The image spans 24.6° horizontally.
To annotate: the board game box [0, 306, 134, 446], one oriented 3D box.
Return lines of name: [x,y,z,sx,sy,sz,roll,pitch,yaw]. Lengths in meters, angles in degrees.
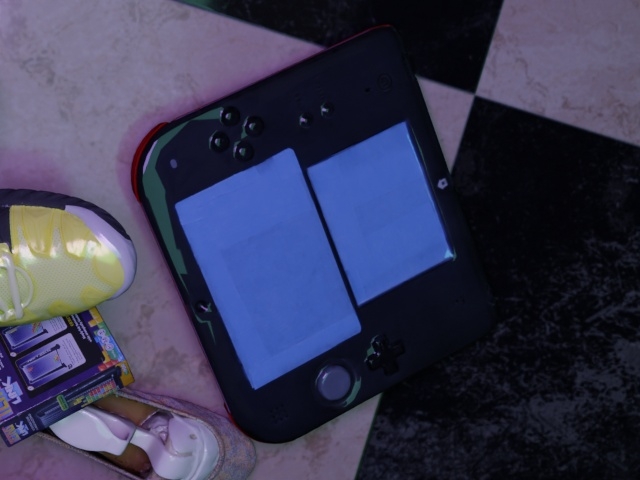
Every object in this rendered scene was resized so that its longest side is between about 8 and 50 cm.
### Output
board game box: [-0.286,0.102,1.471,0.141,0.170,0.048,-27,146,-11]

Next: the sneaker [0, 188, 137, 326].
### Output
sneaker: [-0.364,0.044,1.376,0.384,0.147,0.145,-3,123,3]

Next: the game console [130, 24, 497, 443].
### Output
game console: [0.000,0.000,1.607,0.342,0.060,0.387,-25,109,-13]

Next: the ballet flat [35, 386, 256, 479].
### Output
ballet flat: [-0.200,0.211,1.554,0.316,0.106,0.108,23,96,-23]
